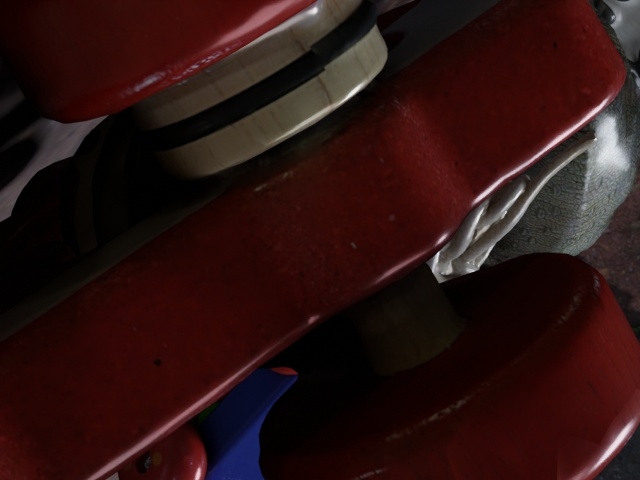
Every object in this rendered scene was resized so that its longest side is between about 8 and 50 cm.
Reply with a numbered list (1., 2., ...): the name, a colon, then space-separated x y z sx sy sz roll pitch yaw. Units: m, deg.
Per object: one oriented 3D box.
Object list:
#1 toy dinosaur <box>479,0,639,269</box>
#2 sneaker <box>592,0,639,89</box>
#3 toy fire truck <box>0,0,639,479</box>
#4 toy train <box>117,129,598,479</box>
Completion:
1. toy dinosaur: 0.091 -0.049 0.787 0.121 0.160 0.313 0 156 -22
2. sneaker: 0.244 -0.208 1.059 0.279 0.107 0.118 -42 -168 40
3. toy fire truck: -0.077 0.022 0.489 0.302 0.169 0.254 -37 -163 -23
4. toy train: 0.000 0.000 0.753 0.105 0.143 0.248 16 124 -45
